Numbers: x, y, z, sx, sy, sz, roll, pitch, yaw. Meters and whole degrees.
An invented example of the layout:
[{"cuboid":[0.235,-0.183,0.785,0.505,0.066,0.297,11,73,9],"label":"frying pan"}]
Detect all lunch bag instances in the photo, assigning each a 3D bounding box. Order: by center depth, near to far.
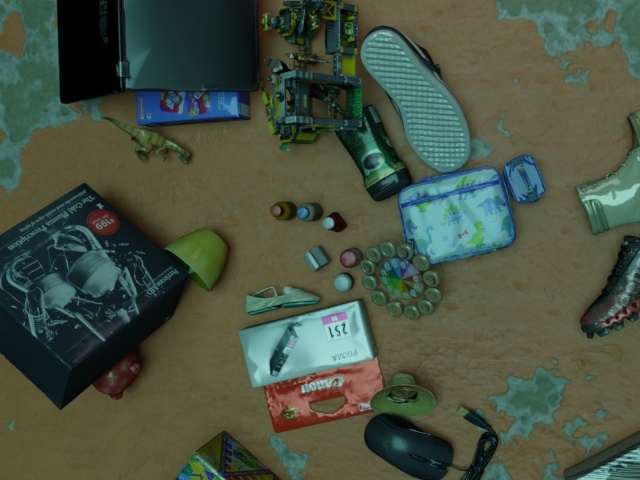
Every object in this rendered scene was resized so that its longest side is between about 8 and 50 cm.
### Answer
[{"cuboid":[0.398,-0.116,1.648,0.067,0.065,0.099,-23,86,14],"label":"lunch bag"},{"cuboid":[0.268,-0.050,1.673,0.218,0.090,0.176,-12,87,13],"label":"lunch bag"}]

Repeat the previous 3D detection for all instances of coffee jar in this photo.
[{"cuboid":[0.108,-0.175,1.710,0.096,0.079,0.185,-29,85,18],"label":"coffee jar"}]

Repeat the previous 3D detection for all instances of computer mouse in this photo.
[{"cuboid":[0.229,0.407,1.704,0.262,0.060,0.184,30,98,4],"label":"computer mouse"}]

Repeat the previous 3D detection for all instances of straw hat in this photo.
[{"cuboid":[0.168,0.304,1.720,0.144,0.144,0.061,-10,50,14],"label":"straw hat"}]

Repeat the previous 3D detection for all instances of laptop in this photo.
[{"cuboid":[-0.351,-0.488,1.760,0.407,0.236,0.382,1,93,46],"label":"laptop"}]

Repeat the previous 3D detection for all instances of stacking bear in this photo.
[{"cuboid":[-0.525,0.225,1.854,0.289,0.164,0.175,37,101,5],"label":"stacking bear"}]

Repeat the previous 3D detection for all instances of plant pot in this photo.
[{"cuboid":[-0.252,0.031,1.796,0.134,0.134,0.095,40,74,9],"label":"plant pot"}]

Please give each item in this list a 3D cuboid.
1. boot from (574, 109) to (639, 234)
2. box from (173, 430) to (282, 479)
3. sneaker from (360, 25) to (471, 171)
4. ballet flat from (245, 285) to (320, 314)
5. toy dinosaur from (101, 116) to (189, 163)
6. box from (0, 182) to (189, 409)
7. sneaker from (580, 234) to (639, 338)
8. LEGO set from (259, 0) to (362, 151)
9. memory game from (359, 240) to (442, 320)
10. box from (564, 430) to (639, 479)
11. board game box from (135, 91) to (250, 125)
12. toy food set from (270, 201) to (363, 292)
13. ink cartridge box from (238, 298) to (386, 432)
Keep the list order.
[{"cuboid":[0.565,-0.128,1.603,0.165,0.077,0.213,-15,84,20],"label":"boot"},{"cuboid":[-0.211,0.618,1.776,0.279,0.177,0.290,39,100,10],"label":"box"},{"cuboid":[0.197,-0.290,1.671,0.126,0.127,0.321,-28,110,19],"label":"sneaker"},{"cuboid":[-0.084,0.121,1.786,0.168,0.057,0.053,-11,80,14],"label":"ballet flat"},{"cuboid":[-0.381,-0.224,1.811,0.211,0.112,0.064,21,63,-25],"label":"toy dinosaur"},{"cuboid":[-0.506,0.104,1.728,0.312,0.343,0.179,40,138,8],"label":"box"},{"cuboid":[0.588,0.068,1.593,0.276,0.097,0.135,-41,83,10],"label":"sneaker"},{"cuboid":[-0.055,-0.336,1.643,0.255,0.192,0.332,15,103,51],"label":"LEGO set"},{"cuboid":[0.160,0.082,1.695,0.186,0.012,0.186,18,127,25],"label":"memory game"},{"cuboid":[0.611,0.434,1.604,0.275,0.094,0.113,-34,84,13],"label":"box"},{"cuboid":[-0.278,-0.425,1.797,0.233,0.078,0.347,-2,92,14],"label":"board game box"},{"cuboid":[0.000,0.000,1.732,0.111,0.104,0.232,-36,84,13],"label":"toy food set"},{"cuboid":[-0.013,0.270,1.773,0.275,0.060,0.239,-16,87,14],"label":"ink cartridge box"}]
